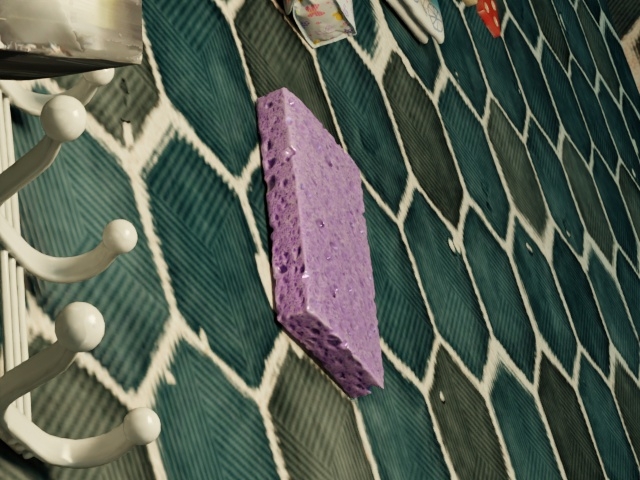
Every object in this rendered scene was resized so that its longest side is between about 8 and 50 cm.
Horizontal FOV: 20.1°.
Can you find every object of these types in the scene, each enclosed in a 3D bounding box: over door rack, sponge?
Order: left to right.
[{"bbox_3d":[-0.176,-0.058,0.805,0.324,0.108,0.239,41,32,-52],"label":"over door rack"},{"bbox_3d":[0.000,0.000,1.324,0.117,0.031,0.210,47,29,-46],"label":"sponge"}]

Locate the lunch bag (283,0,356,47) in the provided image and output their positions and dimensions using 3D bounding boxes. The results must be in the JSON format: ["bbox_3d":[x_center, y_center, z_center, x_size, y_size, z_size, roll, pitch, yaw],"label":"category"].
[{"bbox_3d":[-0.007,-0.214,1.505,0.083,0.053,0.071,56,23,-57],"label":"lunch bag"}]

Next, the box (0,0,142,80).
[{"bbox_3d":[-0.206,-0.263,0.622,0.318,0.097,0.395,-1,89,-44],"label":"box"}]

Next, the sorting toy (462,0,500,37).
[{"bbox_3d":[0.108,-0.311,1.814,0.274,0.046,0.132,44,33,-50],"label":"sorting toy"}]

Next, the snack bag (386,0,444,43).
[{"bbox_3d":[0.025,-0.405,1.817,0.323,0.037,0.342,42,31,-50],"label":"snack bag"}]
